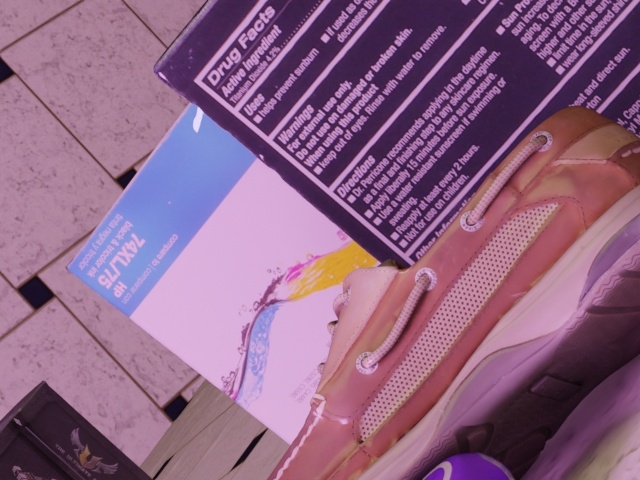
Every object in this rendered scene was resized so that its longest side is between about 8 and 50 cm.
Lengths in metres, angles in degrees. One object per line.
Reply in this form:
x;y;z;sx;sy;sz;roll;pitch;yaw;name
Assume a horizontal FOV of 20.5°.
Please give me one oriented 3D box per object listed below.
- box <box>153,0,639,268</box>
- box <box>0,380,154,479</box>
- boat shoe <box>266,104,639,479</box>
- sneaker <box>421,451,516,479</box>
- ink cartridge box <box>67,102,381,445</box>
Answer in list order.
0.117;-0.127;1.040;0.296;0.294;0.183;-48;5;17;box
-0.110;0.203;0.922;0.056;0.231;0.183;-44;7;25;box
0.060;0.065;0.908;0.324;0.116;0.123;-44;-29;9;boat shoe
-0.031;0.191;0.783;0.293;0.146;0.102;-51;4;-14;sneaker
0.000;0.000;1.314;0.197;0.270;0.198;-49;4;33;ink cartridge box
